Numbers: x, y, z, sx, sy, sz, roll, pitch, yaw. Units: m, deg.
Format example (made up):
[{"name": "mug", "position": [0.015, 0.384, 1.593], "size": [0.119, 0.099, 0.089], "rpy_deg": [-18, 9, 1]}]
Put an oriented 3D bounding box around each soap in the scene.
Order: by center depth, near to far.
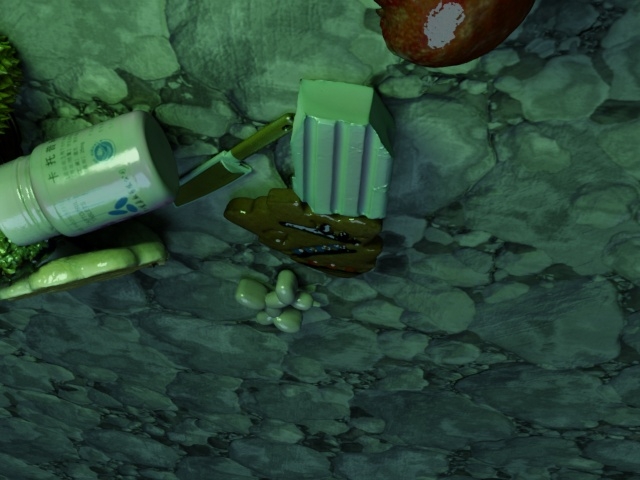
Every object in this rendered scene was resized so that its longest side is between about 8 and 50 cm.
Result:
[{"name": "soap", "position": [0.033, -0.131, 1.366], "size": [0.145, 0.091, 0.230], "rpy_deg": [5, 147, 1]}]

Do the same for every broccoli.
[{"name": "broccoli", "position": [-0.557, -0.029, 1.577], "size": [0.273, 0.242, 0.180], "rpy_deg": [-19, 117, 27]}]

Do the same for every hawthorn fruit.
[{"name": "hawthorn fruit", "position": [0.151, -0.287, 1.029], "size": [0.202, 0.185, 0.185], "rpy_deg": [-22, 139, 14]}]

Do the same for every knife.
[{"name": "knife", "position": [-0.139, -0.115, 1.494], "size": [0.061, 0.027, 0.343], "rpy_deg": [28, 144, -34]}]

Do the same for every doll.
[{"name": "doll", "position": [-0.081, 0.122, 1.820], "size": [0.161, 0.059, 0.160], "rpy_deg": [-14, 140, 31]}]

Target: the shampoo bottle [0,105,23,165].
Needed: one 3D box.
[{"name": "shampoo bottle", "position": [-0.637, -0.161, 1.494], "size": [0.323, 0.084, 0.129], "rpy_deg": [3, 131, 10]}]

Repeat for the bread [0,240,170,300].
[{"name": "bread", "position": [-0.412, 0.051, 1.676], "size": [0.316, 0.054, 0.316], "rpy_deg": [-14, 179, 0]}]

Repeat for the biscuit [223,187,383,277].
[{"name": "biscuit", "position": [0.000, 0.001, 1.587], "size": [0.278, 0.043, 0.301], "rpy_deg": [2, 155, 28]}]

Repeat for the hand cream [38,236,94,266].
[{"name": "hand cream", "position": [-0.599, 0.031, 1.821], "size": [0.336, 0.076, 0.121], "rpy_deg": [-18, 145, 26]}]

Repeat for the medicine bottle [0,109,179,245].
[{"name": "medicine bottle", "position": [-0.351, -0.088, 1.419], "size": [0.255, 0.152, 0.152], "rpy_deg": [-18, 143, 7]}]

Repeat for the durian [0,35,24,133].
[{"name": "durian", "position": [-0.539, -0.211, 1.323], "size": [0.237, 0.176, 0.200], "rpy_deg": [9, 168, -19]}]
